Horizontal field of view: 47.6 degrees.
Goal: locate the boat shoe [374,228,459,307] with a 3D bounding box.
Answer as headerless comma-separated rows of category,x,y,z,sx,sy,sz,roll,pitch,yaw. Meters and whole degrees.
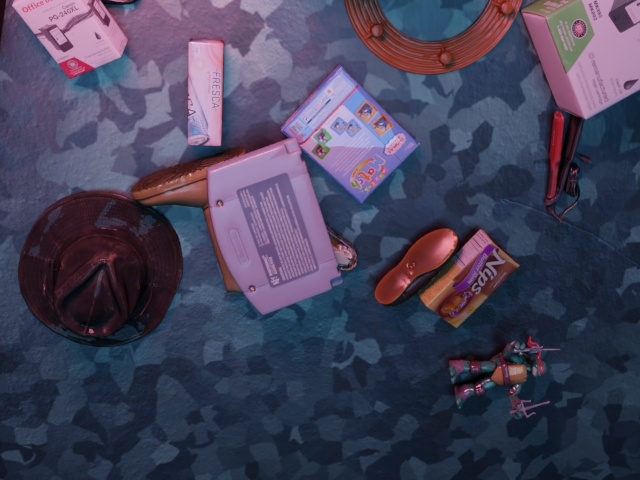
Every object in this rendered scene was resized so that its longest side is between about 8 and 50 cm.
boat shoe,0.199,0.057,1.466,0.207,0.073,0.073,-40,151,12

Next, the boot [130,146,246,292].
boot,-0.202,-0.016,1.371,0.236,0.089,0.270,-16,114,0

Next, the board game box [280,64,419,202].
board game box,0.056,-0.196,1.359,0.211,0.039,0.160,41,101,-19

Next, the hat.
hat,-0.419,0.080,1.355,0.331,0.134,0.332,-2,111,-6

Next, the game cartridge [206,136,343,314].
game cartridge,-0.091,-0.020,1.325,0.198,0.062,0.297,-18,112,-2

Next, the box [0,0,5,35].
box,-0.593,-0.400,1.124,0.167,0.168,0.203,13,109,-12

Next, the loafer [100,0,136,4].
loafer,-0.385,-0.430,1.197,0.170,0.061,0.062,13,108,-13

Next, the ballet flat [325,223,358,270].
ballet flat,0.000,0.000,1.415,0.188,0.070,0.070,29,105,-17

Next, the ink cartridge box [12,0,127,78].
ink cartridge box,-0.408,-0.357,1.187,0.109,0.063,0.150,-17,132,18

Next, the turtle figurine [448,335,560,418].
turtle figurine,0.400,0.291,1.554,0.234,0.118,0.175,-12,98,13

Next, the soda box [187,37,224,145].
soda box,-0.204,-0.263,1.289,0.062,0.058,0.183,1,110,-8

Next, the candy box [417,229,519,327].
candy box,0.302,0.080,1.481,0.187,0.053,0.109,-46,124,12

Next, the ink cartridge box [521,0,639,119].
ink cartridge box,0.544,-0.386,1.303,0.289,0.121,0.211,-30,112,4

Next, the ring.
ring,0.206,-0.461,1.280,0.336,0.032,0.337,-2,111,-6

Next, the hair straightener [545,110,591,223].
hair straightener,0.497,-0.142,1.433,0.089,0.047,0.231,-4,112,-5
